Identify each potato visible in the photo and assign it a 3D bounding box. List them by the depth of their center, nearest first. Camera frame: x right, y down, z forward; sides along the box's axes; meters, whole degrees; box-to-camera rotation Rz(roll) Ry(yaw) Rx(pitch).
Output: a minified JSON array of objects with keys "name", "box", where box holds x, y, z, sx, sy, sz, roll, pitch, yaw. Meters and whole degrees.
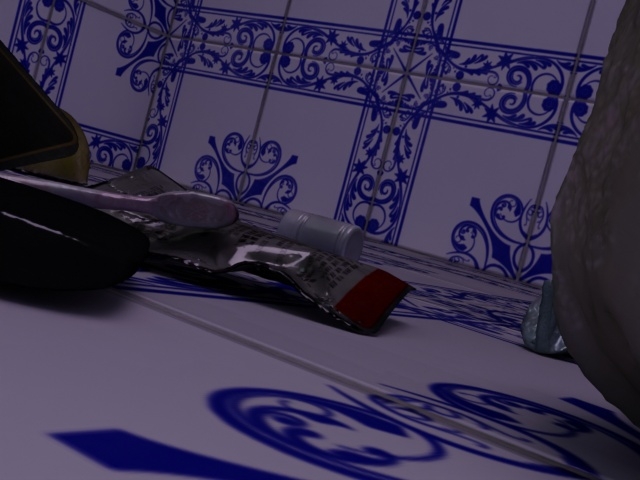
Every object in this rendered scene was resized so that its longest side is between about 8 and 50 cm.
[{"name":"potato","box":[-0.450,-0.161,1.467,0.202,0.117,0.182,15,5,-19]}]

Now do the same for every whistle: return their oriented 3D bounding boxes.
[{"name":"whistle","box":[0.259,0.076,0.865,0.062,0.062,0.312,16,2,33]}]

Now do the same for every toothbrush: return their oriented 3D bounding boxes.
[{"name":"toothbrush","box":[-0.204,-0.035,0.597,0.307,0.025,0.029,6,12,-15]}]

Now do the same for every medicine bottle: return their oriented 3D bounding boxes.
[{"name":"medicine bottle","box":[0.000,0.000,1.086,0.089,0.057,0.057,16,2,25]}]

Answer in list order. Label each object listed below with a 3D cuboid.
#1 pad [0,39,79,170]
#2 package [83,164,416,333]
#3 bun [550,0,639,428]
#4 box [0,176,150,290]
[{"name":"pad","box":[-0.376,-0.180,0.793,0.315,0.063,0.375,-8,-47,38]},{"name":"package","box":[-0.054,0.002,0.664,0.239,0.030,0.154,19,16,13]},{"name":"bun","box":[0.255,0.024,0.379,0.360,0.211,0.360,23,9,-4]},{"name":"box","box":[-0.191,-0.017,0.474,0.212,0.042,0.201,16,2,-6]}]
